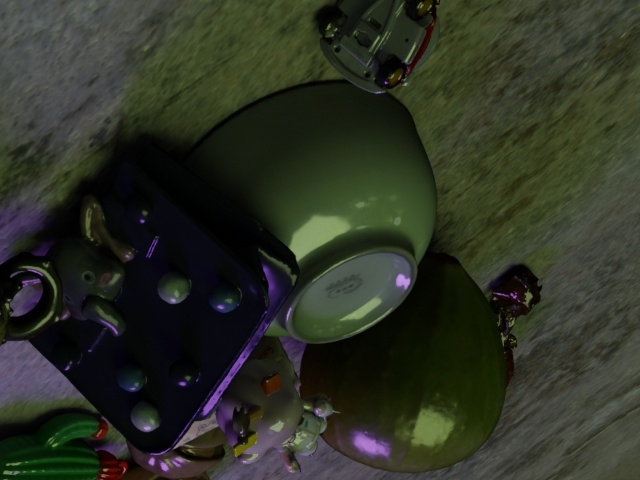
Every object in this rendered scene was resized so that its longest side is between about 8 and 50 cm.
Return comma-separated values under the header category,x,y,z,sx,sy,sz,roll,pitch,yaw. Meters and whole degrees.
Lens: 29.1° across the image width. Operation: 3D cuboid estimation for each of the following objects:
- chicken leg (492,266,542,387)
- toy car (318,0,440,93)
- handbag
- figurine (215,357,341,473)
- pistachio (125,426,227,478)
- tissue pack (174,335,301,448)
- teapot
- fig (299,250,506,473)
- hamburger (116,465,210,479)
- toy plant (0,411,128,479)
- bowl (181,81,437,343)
category,x,y,z,sx,sy,sz,roll,pitch,yaw
chicken leg,0.284,0.163,2.016,0.113,0.093,0.304,-2,135,-18
toy car,0.083,-0.229,1.321,0.139,0.112,0.112,-55,155,19
handbag,-0.202,0.067,1.389,0.325,0.269,0.118,-56,171,35
figurine,-0.060,0.216,1.535,0.137,0.112,0.229,-60,145,-5
pistachio,-0.201,0.281,1.779,0.124,0.124,0.185,-43,151,20
tissue pack,-0.145,0.167,1.629,0.196,0.148,0.092,-28,143,-3
teapot,-0.394,0.046,1.278,0.269,0.173,0.182,-2,114,-30
fig,0.126,0.165,1.733,0.316,0.316,0.316,-20,146,-14
hamburger,-0.271,0.453,1.915,0.244,0.163,0.244,-19,153,-10
toy plant,-0.365,0.308,1.714,0.240,0.088,0.154,-18,128,-39
bowl,0.000,0.000,1.479,0.354,0.185,0.354,-20,146,-14
